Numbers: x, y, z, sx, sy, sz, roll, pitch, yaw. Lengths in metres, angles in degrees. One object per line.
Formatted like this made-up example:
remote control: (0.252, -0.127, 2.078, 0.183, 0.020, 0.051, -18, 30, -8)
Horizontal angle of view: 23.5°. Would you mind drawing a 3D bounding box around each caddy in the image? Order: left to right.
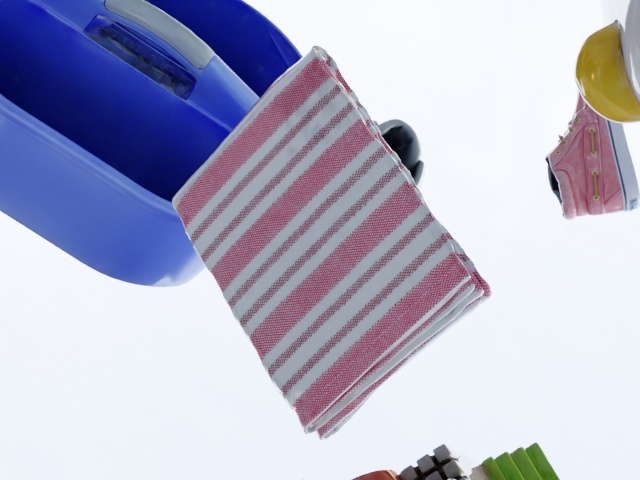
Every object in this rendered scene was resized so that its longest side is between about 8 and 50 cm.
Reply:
caddy: (-0.157, -0.125, 1.234, 0.341, 0.179, 0.241, 33, -131, -9)

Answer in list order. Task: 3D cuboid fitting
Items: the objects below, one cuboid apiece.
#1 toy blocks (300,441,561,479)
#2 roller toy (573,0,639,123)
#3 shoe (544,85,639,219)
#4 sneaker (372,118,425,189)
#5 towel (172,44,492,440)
toy blocks: (0.015, 0.289, 1.305, 0.381, 0.261, 0.190, -34, -119, 10)
roller toy: (0.288, -0.155, 1.029, 0.209, 0.191, 0.146, 14, -154, -7)
shoe: (0.265, -0.105, 1.567, 0.081, 0.063, 0.178, -11, -115, 2)
sneaker: (0.059, -0.073, 1.668, 0.122, 0.146, 0.330, 36, -163, -11)
towel: (0.000, 0.000, 0.915, 0.029, 0.144, 0.197, 14, -142, -55)
